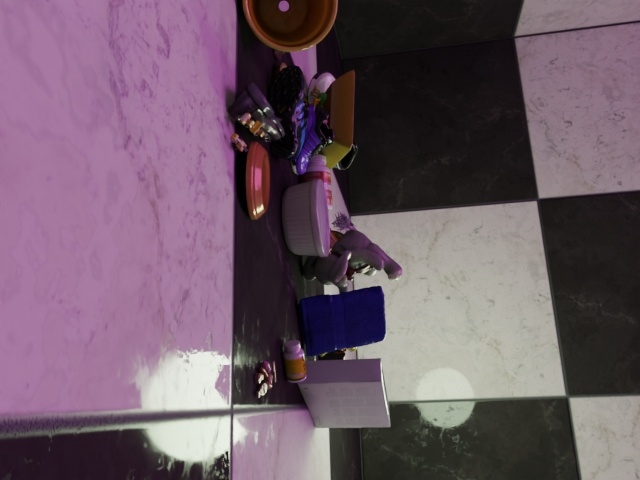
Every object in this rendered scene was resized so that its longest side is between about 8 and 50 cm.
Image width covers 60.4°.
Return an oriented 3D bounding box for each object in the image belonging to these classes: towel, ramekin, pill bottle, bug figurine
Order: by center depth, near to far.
[{"bbox_3d":[-0.078,0.363,1.660,0.065,0.065,0.116,-66,150,-73],"label":"pill bottle"},{"bbox_3d":[-0.048,-0.071,1.877,0.273,0.127,0.273,-5,90,-81],"label":"ramekin"},{"bbox_3d":[0.080,0.282,1.972,0.076,0.308,0.228,-122,-155,-68],"label":"towel"},{"bbox_3d":[-0.017,-0.223,2.171,0.121,0.121,0.216,33,53,-79],"label":"pill bottle"},{"bbox_3d":[-0.029,-0.468,2.179,0.216,0.072,0.279,133,-36,-55],"label":"bug figurine"}]

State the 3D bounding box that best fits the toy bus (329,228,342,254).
[{"bbox_3d":[0.002,0.007,2.231,0.104,0.191,0.202,-51,-174,20],"label":"toy bus"}]

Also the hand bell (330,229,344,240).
[{"bbox_3d":[0.044,0.085,2.583,0.126,0.126,0.242,-79,175,-61],"label":"hand bell"}]

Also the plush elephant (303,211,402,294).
[{"bbox_3d":[0.092,0.095,2.040,0.330,0.255,0.272,49,-15,-22],"label":"plush elephant"}]

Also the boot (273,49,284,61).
[{"bbox_3d":[-0.143,-0.677,1.879,0.114,0.037,0.106,-73,155,-56],"label":"boot"}]

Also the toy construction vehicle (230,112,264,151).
[{"bbox_3d":[-0.171,-0.251,1.305,0.086,0.035,0.098,-50,163,-7],"label":"toy construction vehicle"}]

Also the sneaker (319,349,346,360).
[{"bbox_3d":[0.059,0.424,2.369,0.136,0.116,0.314,70,18,-65],"label":"sneaker"}]

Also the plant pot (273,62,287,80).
[{"bbox_3d":[-0.126,-0.488,1.891,0.236,0.032,0.236,-4,90,-82],"label":"plant pot"}]

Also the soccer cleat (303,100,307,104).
[{"bbox_3d":[-0.082,-0.513,2.051,0.060,0.072,0.179,-84,166,-51],"label":"soccer cleat"}]

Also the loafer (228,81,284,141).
[{"bbox_3d":[-0.168,-0.316,1.423,0.109,0.095,0.302,55,1,7],"label":"loafer"}]

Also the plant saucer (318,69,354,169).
[{"bbox_3d":[0.039,-0.471,2.219,0.333,0.081,0.333,144,-50,-68],"label":"plant saucer"}]

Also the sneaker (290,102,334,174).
[{"bbox_3d":[-0.026,-0.349,1.972,0.293,0.146,0.102,98,-1,-45],"label":"sneaker"}]

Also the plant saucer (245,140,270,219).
[{"bbox_3d":[-0.157,-0.153,1.408,0.200,0.037,0.200,0,90,-88],"label":"plant saucer"}]

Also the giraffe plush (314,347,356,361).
[{"bbox_3d":[0.061,0.379,2.212,0.181,0.170,0.210,63,24,-69],"label":"giraffe plush"}]

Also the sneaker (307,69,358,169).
[{"bbox_3d":[0.083,-0.531,2.491,0.257,0.169,0.447,38,-37,51],"label":"sneaker"}]

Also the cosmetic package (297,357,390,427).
[{"bbox_3d":[0.093,0.553,1.963,0.377,0.284,0.097,77,11,-48],"label":"cosmetic package"}]

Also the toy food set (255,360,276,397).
[{"bbox_3d":[-0.145,0.346,1.396,0.122,0.019,0.078,-1,86,-74],"label":"toy food set"}]

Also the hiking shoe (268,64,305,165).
[{"bbox_3d":[-0.103,-0.402,1.759,0.132,0.113,0.304,23,73,-77],"label":"hiking shoe"}]

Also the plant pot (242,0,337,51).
[{"bbox_3d":[-0.096,-0.667,1.555,0.239,0.254,0.254,-115,-164,-68],"label":"plant pot"}]
